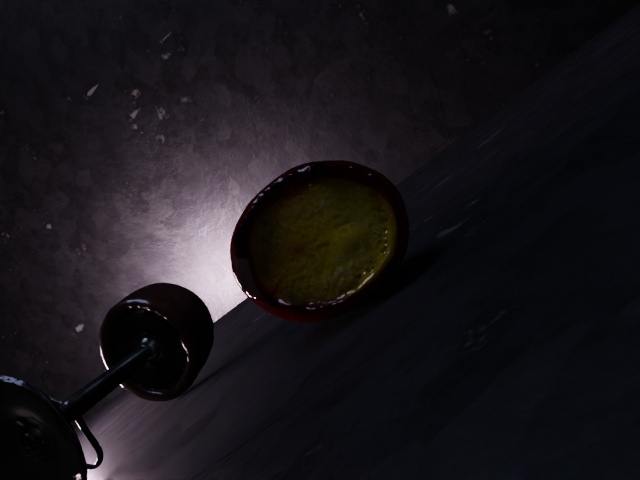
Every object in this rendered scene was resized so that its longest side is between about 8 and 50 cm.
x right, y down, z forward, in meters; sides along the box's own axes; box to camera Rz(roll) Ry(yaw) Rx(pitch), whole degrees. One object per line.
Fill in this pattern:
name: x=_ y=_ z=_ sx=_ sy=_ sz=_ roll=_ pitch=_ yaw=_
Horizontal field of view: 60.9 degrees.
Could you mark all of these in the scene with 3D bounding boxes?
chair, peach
chair: x=-0.357 y=0.237 z=0.929 sx=0.227 sy=0.226 sz=0.401 roll=-37 pitch=2 yaw=24
peach: x=0.000 y=0.000 z=0.645 sx=0.226 sy=0.196 sz=0.189 roll=-30 pitch=44 yaw=56
